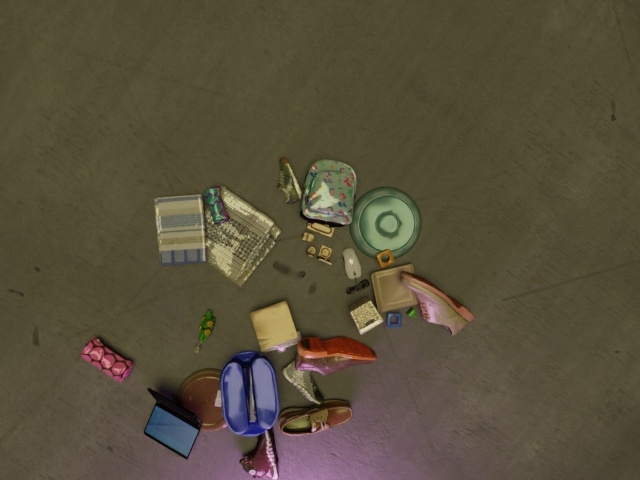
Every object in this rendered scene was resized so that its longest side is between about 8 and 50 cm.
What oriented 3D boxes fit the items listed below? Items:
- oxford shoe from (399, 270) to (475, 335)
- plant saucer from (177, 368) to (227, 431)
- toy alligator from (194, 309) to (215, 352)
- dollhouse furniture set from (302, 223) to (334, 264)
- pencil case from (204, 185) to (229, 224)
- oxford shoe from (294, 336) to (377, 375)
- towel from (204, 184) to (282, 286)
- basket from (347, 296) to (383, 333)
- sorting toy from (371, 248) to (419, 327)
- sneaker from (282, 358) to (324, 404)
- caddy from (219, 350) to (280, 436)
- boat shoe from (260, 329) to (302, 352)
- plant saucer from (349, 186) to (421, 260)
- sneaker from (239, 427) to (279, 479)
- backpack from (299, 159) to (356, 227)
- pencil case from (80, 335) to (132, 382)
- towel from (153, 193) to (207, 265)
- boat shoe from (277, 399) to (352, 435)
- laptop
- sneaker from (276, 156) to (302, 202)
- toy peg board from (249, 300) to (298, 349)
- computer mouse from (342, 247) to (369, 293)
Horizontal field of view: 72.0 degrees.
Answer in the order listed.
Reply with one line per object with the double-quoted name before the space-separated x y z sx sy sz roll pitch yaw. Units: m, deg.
"oxford shoe" 0.473 0.272 1.855 0.396 0.140 0.147 35 97 -14
"plant saucer" -0.477 0.689 1.886 0.277 0.041 0.278 0 93 -4
"toy alligator" -0.481 0.385 1.858 0.051 0.056 0.190 14 94 -46
"dollhouse furniture set" 0.000 0.000 1.823 0.144 0.123 0.151 21 93 -6
"pencil case" -0.416 -0.141 1.766 0.070 0.064 0.152 -13 98 30
"oxford shoe" 0.062 0.496 1.865 0.363 0.130 0.133 9 110 -17
"towel" -0.365 -0.013 1.831 0.324 0.056 0.312 36 91 -7
"basket" 0.182 0.308 1.843 0.113 0.167 0.103 -30 89 -2
"sorting toy" 0.321 0.202 1.899 0.195 0.047 0.348 -13 100 -8
"sneaker" -0.043 0.591 1.887 0.228 0.086 0.132 41 88 -5
"caddy" -0.291 0.632 1.820 0.241 0.179 0.342 -6 77 -12
"boat shoe" -0.164 0.445 1.881 0.184 0.066 0.063 -23 95 -12
"plant saucer" 0.282 -0.070 1.880 0.317 0.044 0.318 0 95 -3
"sneaker" -0.274 0.901 1.885 0.162 0.106 0.282 -9 96 0
"backpack" 0.036 -0.198 1.778 0.224 0.191 0.254 10 79 -9
"pencil case" -0.878 0.490 1.818 0.209 0.095 0.098 37 75 -8
"towel" -0.569 -0.045 1.799 0.209 0.034 0.285 -5 90 7
"boat shoe" -0.021 0.774 1.883 0.323 0.120 0.123 -10 95 -3
"laptop" -0.622 0.751 1.799 0.234 0.264 0.137 24 56 11
"sneaker" -0.145 -0.243 1.823 0.086 0.064 0.192 -25 99 -7
"toy peg board" -0.192 0.353 1.848 0.161 0.079 0.161 -19 84 -2
"computer mouse" 0.139 0.128 1.884 0.105 0.042 0.193 -17 95 -2
